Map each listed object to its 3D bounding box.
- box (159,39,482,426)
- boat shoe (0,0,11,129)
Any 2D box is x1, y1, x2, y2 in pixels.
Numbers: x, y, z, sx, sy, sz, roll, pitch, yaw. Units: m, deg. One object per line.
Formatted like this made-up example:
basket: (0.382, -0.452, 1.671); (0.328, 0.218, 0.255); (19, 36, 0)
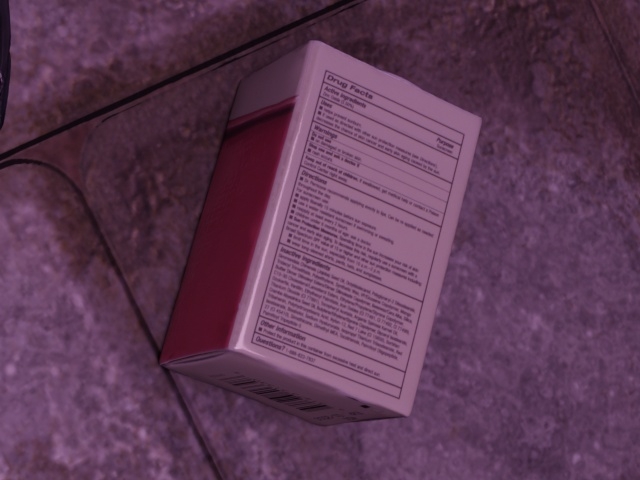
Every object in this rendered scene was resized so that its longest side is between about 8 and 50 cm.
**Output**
box: (0.000, 0.000, 1.211); (0.148, 0.127, 0.232); (23, 71, -24)
boat shoe: (-0.251, -0.100, 1.041); (0.127, 0.113, 0.340); (8, 100, -23)
